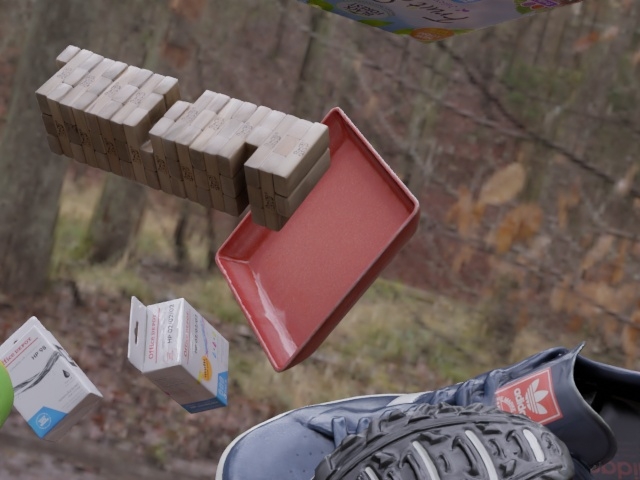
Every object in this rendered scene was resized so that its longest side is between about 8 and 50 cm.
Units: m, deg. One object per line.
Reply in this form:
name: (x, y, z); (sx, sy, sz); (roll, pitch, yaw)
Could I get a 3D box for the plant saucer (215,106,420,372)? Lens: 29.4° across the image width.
plant saucer: (0.000, 0.000, 1.478); (0.047, 0.259, 0.258); (29, 16, -36)

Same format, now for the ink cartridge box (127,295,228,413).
ink cartridge box: (-0.191, 0.152, 1.669); (0.061, 0.104, 0.181); (-14, -34, 18)

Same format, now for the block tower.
block tower: (-0.158, -0.112, 1.336); (0.335, 0.097, 0.091); (20, -39, 22)

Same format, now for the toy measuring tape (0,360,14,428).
toy measuring tape: (-0.345, 0.209, 1.209); (0.121, 0.330, 0.121); (-10, 25, 5)

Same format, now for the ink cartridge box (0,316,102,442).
ink cartridge box: (-0.431, 0.205, 1.854); (0.180, 0.104, 0.060); (46, -2, 17)

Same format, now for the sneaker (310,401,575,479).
sneaker: (0.025, 0.188, 0.710); (0.108, 0.271, 0.100); (56, 6, -37)

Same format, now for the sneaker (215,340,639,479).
sneaker: (0.106, 0.130, 0.793); (0.349, 0.131, 0.148); (-4, -34, -9)

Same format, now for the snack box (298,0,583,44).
snack box: (0.076, -0.214, 0.900); (0.207, 0.070, 0.174); (11, -13, -44)
